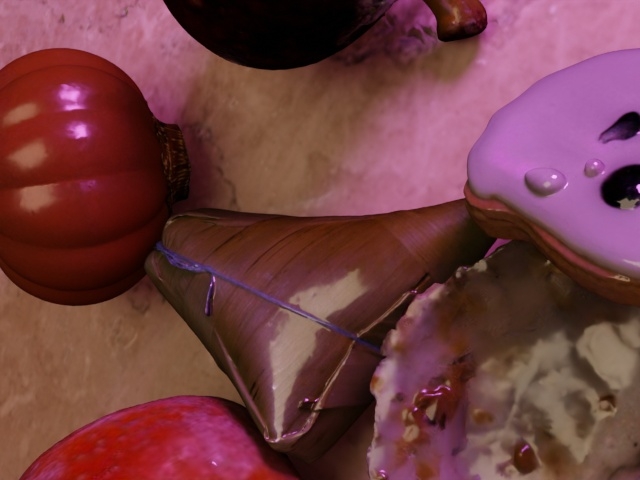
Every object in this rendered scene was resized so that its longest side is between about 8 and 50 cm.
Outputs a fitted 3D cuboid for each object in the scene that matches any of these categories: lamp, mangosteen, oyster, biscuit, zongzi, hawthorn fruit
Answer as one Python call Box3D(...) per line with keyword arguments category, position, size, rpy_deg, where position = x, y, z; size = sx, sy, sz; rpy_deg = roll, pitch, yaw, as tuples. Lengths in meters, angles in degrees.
Box3D(category="lamp", position=(-0.213, -0.054, 0.835), size=(0.223, 0.197, 0.223), rpy_deg=(170, 90, -73))
Box3D(category="mangosteen", position=(0.008, -0.223, 0.701), size=(0.262, 0.235, 0.235), rpy_deg=(24, 100, -2))
Box3D(category="oyster", position=(0.134, 0.108, 0.596), size=(0.396, 0.111, 0.204), rpy_deg=(-50, 52, 14))
Box3D(category="biscuit", position=(0.188, -0.048, 0.556), size=(0.181, 0.049, 0.208), rpy_deg=(-37, 40, -11))
Box3D(category="zongzi", position=(0.000, 0.000, 0.718), size=(0.256, 0.115, 0.228), rpy_deg=(-52, 54, 11))
Box3D(category="hawthorn fruit", position=(-0.120, 0.219, 0.693), size=(0.231, 0.263, 0.235), rpy_deg=(-44, 38, 13))
